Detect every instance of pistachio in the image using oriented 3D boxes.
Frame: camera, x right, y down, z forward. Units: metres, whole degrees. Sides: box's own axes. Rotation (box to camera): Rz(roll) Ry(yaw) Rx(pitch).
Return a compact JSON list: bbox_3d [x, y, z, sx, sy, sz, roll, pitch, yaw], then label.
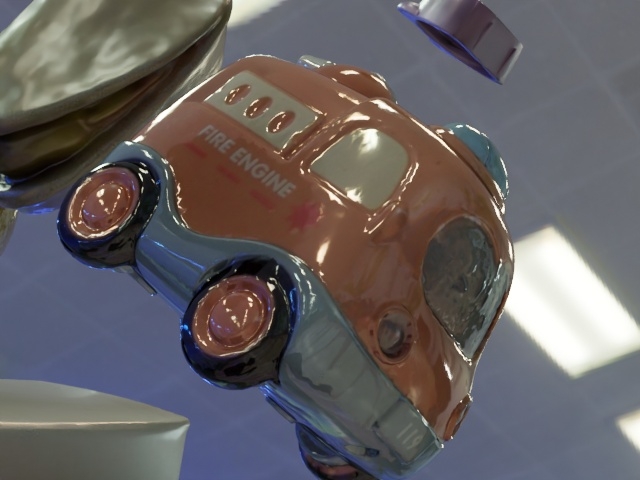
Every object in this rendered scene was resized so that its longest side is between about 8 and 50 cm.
[{"bbox_3d":[-0.177,-0.139,1.109,0.197,0.288,0.166,2,-45,38],"label":"pistachio"}]

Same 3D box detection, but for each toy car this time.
[{"bbox_3d":[0.000,0.000,0.786,0.212,0.270,0.180,-47,-38,-7],"label":"toy car"}]

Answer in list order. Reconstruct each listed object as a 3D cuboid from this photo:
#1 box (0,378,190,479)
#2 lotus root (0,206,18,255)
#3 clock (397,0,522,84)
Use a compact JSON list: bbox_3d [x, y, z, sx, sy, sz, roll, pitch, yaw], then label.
[{"bbox_3d":[-0.161,0.177,0.480,0.106,0.252,0.203,6,-5,30],"label":"box"},{"bbox_3d":[-0.430,-0.068,1.517,0.182,0.183,0.310,7,-36,-20],"label":"lotus root"},{"bbox_3d":[0.160,-0.240,1.495,0.050,0.110,0.152,-56,-33,3],"label":"clock"}]
